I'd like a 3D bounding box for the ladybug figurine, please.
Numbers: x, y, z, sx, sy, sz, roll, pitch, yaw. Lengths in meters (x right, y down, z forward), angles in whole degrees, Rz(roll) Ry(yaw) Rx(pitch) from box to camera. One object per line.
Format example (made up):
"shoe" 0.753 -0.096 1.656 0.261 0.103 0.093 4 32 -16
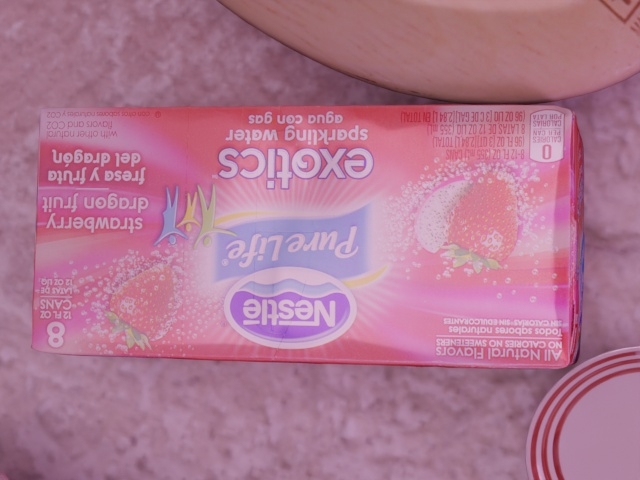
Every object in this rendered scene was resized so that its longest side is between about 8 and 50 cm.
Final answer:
"ladybug figurine" 0.048 -0.246 0.876 0.449 0.162 0.305 42 94 12

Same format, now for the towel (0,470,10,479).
"towel" -0.168 0.323 0.849 0.317 0.053 0.332 30 110 35

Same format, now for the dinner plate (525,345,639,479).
"dinner plate" 0.190 0.124 0.878 0.141 0.017 0.141 2 108 7

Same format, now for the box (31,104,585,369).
"box" 0.000 0.000 0.875 0.300 0.154 0.142 1 86 11
